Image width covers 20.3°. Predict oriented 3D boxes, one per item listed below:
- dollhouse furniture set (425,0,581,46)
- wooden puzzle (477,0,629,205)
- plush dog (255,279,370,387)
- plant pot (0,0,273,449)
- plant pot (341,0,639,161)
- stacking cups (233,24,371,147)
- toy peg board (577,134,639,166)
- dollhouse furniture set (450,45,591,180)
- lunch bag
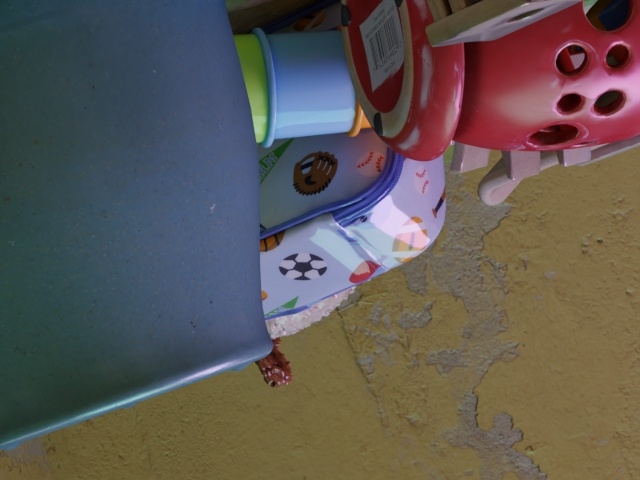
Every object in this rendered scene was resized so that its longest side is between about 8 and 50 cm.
[{"bbox_3d":[0.137,-0.191,0.949,0.129,0.129,0.183,-21,176,37],"label":"dollhouse furniture set"},{"bbox_3d":[0.315,-0.197,1.732,0.322,0.080,0.348,-47,-171,-32],"label":"wooden puzzle"},{"bbox_3d":[0.000,0.000,1.709,0.225,0.211,0.262,-29,179,-14],"label":"plush dog"},{"bbox_3d":[-0.152,-0.022,1.032,0.271,0.255,0.271,-19,178,-1],"label":"plant pot"},{"bbox_3d":[0.113,-0.148,1.146,0.174,0.191,0.191,-8,174,-17],"label":"plant pot"},{"bbox_3d":[-0.014,-0.109,1.257,0.316,0.096,0.096,-6,174,-15],"label":"stacking cups"},{"bbox_3d":[0.354,-0.195,2.196,0.161,0.161,0.079,-21,161,32],"label":"toy peg board"},{"bbox_3d":[0.122,-0.148,1.555,0.262,0.135,0.259,9,-164,40],"label":"dollhouse furniture set"},{"bbox_3d":[-0.050,-0.062,1.409,0.303,0.243,0.115,-18,143,24],"label":"lunch bag"}]
